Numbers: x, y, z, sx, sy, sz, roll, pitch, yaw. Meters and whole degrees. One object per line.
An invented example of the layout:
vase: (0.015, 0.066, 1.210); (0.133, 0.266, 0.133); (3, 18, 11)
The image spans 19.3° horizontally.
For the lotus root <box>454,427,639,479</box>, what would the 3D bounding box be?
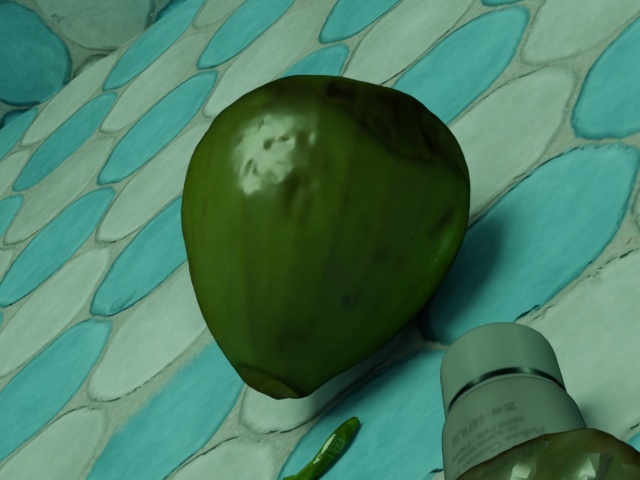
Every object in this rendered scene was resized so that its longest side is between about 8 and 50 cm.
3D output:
lotus root: (0.091, 0.279, 0.893); (0.375, 0.111, 0.390); (6, 59, 57)

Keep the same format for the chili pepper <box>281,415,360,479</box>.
chili pepper: (-0.001, 0.170, 1.484); (0.083, 0.017, 0.030); (-43, 18, 4)

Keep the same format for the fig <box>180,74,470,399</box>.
fig: (0.000, 0.000, 1.552); (0.239, 0.239, 0.271); (0, 77, 63)

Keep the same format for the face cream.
face cream: (0.127, 0.172, 1.142); (0.143, 0.089, 0.314); (-34, 30, 19)
